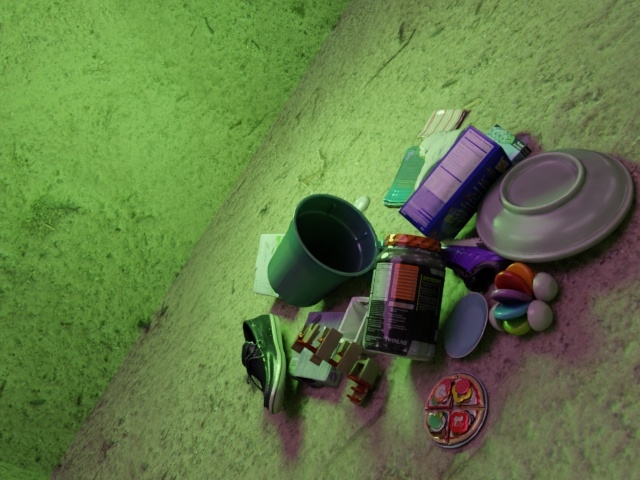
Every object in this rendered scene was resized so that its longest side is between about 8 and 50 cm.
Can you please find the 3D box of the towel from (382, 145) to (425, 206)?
[{"bbox_3d":[0.396,-0.241,2.051,0.370,0.040,0.272,7,67,59],"label":"towel"}]

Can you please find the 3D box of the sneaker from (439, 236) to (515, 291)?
[{"bbox_3d":[0.422,0.075,1.611,0.293,0.102,0.146,-11,61,53],"label":"sneaker"}]

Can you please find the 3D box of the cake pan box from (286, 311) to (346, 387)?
[{"bbox_3d":[0.006,0.378,1.974,0.245,0.070,0.267,-14,49,54],"label":"cake pan box"}]

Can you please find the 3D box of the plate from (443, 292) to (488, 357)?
[{"bbox_3d":[0.399,0.232,1.531,0.188,0.024,0.188,-56,19,31],"label":"plate"}]

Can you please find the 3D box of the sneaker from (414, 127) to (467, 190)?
[{"bbox_3d":[0.391,-0.265,1.955,0.292,0.108,0.169,-51,27,-12],"label":"sneaker"}]

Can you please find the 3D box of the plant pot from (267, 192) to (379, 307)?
[{"bbox_3d":[-0.019,0.061,2.066,0.334,0.341,0.341,-48,26,45],"label":"plant pot"}]

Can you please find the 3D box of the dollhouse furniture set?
[{"bbox_3d":[0.042,0.371,1.705,0.135,0.259,0.262,-58,14,-16],"label":"dollhouse furniture set"}]

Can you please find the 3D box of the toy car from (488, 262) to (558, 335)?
[{"bbox_3d":[0.487,0.141,1.406,0.159,0.136,0.182,-10,53,52],"label":"toy car"}]

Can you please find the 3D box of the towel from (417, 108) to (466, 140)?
[{"bbox_3d":[0.462,-0.448,2.175,0.144,0.029,0.197,-57,28,-4],"label":"towel"}]

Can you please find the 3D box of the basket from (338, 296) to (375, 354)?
[{"bbox_3d":[0.141,0.279,1.831,0.113,0.103,0.167,-4,56,56],"label":"basket"}]

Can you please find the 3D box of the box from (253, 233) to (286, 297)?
[{"bbox_3d":[-0.168,0.107,2.373,0.231,0.126,0.262,-2,81,58],"label":"box"}]

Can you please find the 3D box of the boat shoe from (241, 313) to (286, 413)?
[{"bbox_3d":[-0.214,0.447,2.085,0.500,0.155,0.187,-109,24,-60],"label":"boat shoe"}]

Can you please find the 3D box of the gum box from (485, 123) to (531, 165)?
[{"bbox_3d":[0.551,-0.261,1.803,0.184,0.041,0.157,-49,40,14],"label":"gum box"}]

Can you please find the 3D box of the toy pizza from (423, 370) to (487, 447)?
[{"bbox_3d":[0.337,0.428,1.447,0.201,0.032,0.201,-37,33,30],"label":"toy pizza"}]

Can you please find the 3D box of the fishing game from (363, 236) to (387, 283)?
[{"bbox_3d":[0.211,0.066,2.014,0.189,0.041,0.264,-55,28,6],"label":"fishing game"}]

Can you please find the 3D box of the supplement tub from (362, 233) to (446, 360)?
[{"bbox_3d":[0.243,0.163,1.608,0.207,0.207,0.338,-4,73,56],"label":"supplement tub"}]

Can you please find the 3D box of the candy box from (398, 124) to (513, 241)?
[{"bbox_3d":[0.405,-0.152,1.657,0.122,0.268,0.317,45,103,24],"label":"candy box"}]

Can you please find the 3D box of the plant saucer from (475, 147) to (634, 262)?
[{"bbox_3d":[0.586,-0.124,1.471,0.400,0.100,0.401,-24,37,20],"label":"plant saucer"}]

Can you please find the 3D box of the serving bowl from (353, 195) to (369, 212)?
[{"bbox_3d":[0.164,-0.151,2.324,0.083,0.027,0.083,-38,34,31],"label":"serving bowl"}]
